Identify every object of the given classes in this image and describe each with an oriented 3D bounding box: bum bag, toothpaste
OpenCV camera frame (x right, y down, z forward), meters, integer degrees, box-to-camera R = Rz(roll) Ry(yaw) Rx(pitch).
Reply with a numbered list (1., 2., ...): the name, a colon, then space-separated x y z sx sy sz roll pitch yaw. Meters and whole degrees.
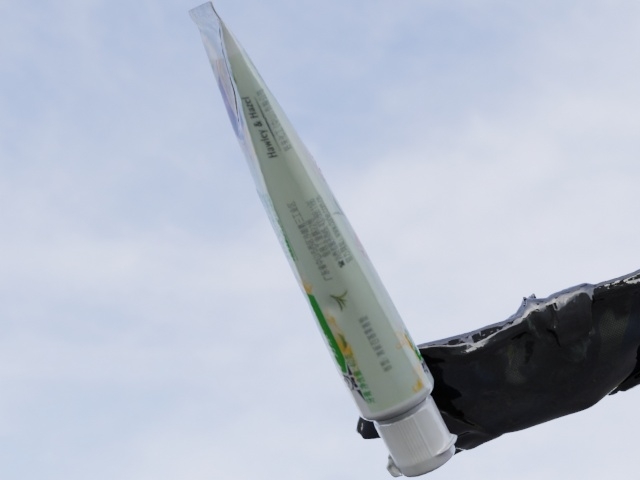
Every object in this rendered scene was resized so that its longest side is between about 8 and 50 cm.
1. bum bag: 0.170 0.083 1.100 0.310 0.074 0.137 -21 -40 -4
2. toothpaste: 0.000 0.000 0.904 0.058 0.314 0.056 -20 13 35
